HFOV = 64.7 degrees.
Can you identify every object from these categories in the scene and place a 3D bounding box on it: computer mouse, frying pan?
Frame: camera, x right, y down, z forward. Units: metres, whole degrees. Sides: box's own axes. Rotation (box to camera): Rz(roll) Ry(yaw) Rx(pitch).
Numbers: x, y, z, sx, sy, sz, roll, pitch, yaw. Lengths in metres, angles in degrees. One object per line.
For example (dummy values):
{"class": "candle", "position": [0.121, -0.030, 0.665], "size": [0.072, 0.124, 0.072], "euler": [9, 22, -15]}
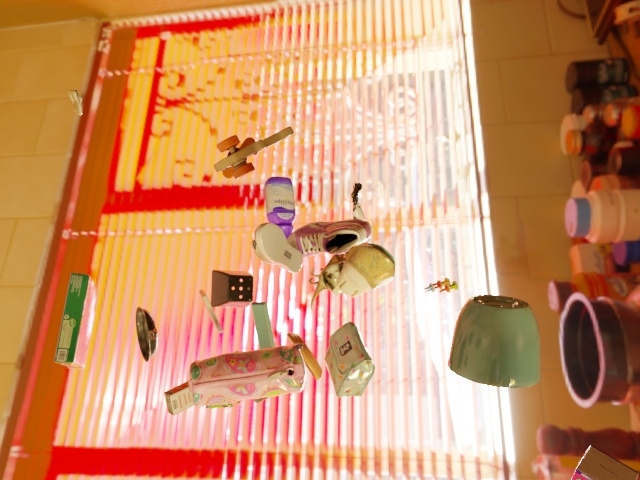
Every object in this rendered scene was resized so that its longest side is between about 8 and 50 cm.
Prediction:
{"class": "computer mouse", "position": [0.140, -0.104, 1.829], "size": [0.106, 0.042, 0.193], "euler": [-74, -20, -53]}
{"class": "frying pan", "position": [-0.594, 0.298, 1.747], "size": [0.326, 0.053, 0.197], "euler": [-52, 54, 49]}

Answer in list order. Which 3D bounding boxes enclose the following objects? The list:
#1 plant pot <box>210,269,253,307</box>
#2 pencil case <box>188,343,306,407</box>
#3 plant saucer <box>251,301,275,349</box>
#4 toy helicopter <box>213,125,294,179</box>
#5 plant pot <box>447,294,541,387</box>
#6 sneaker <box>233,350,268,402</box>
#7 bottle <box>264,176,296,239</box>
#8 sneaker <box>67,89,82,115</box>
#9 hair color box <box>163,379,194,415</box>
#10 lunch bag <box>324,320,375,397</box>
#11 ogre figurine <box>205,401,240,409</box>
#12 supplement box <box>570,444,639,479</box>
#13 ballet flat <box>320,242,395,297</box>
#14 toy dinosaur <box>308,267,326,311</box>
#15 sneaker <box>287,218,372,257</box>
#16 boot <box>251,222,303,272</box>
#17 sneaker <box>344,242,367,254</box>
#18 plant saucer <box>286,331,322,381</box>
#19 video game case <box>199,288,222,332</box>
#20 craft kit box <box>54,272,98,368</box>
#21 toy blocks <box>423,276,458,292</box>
{"class": "plant pot", "position": [-0.419, 0.236, 2.470], "size": [0.167, 0.188, 0.188], "euler": [-12, 75, 60]}
{"class": "pencil case", "position": [-0.173, 0.329, 1.232], "size": [0.124, 0.284, 0.124], "euler": [-9, -90, -85]}
{"class": "plant saucer", "position": [-0.201, 0.309, 1.773], "size": [0.018, 0.067, 0.192], "euler": [-26, -71, -59]}
{"class": "toy helicopter", "position": [-0.249, -0.342, 1.916], "size": [0.140, 0.355, 0.235], "euler": [61, 151, -8]}
{"class": "plant pot", "position": [0.570, 0.308, 1.641], "size": [0.293, 0.292, 0.235], "euler": [-34, -53, -79]}
{"class": "sneaker", "position": [-0.238, 0.499, 1.917], "size": [0.228, 0.130, 0.087], "euler": [60, -168, -11]}
{"class": "bottle", "position": [-0.158, -0.113, 2.025], "size": [0.092, 0.118, 0.283], "euler": [147, 121, -61]}
{"class": "sneaker", "position": [-0.800, -0.457, 1.670], "size": [0.037, 0.031, 0.083], "euler": [-47, -50, -59]}
{"class": "hair color box", "position": [-0.417, 0.487, 1.601], "size": [0.141, 0.043, 0.072], "euler": [-18, -75, -43]}
{"class": "lunch bag", "position": [0.126, 0.509, 2.171], "size": [0.223, 0.160, 0.262], "euler": [-112, 29, -46]}
{"class": "ogre figurine", "position": [-0.357, 0.558, 1.864], "size": [0.197, 0.118, 0.097], "euler": [-102, -10, -55]}
{"class": "supplement box", "position": [0.642, 0.622, 1.196], "size": [0.114, 0.111, 0.220], "euler": [-20, -54, -43]}
{"class": "ballet flat", "position": [0.077, 0.085, 1.222], "size": [0.348, 0.123, 0.123], "euler": [159, 110, -75]}
{"class": "toy dinosaur", "position": [0.005, 0.130, 1.593], "size": [0.183, 0.092, 0.053], "euler": [-43, -33, -24]}
{"class": "sneaker", "position": [0.000, -0.001, 1.483], "size": [0.161, 0.282, 0.102], "euler": [-36, -71, -65]}
{"class": "boot", "position": [-0.153, 0.020, 1.446], "size": [0.095, 0.123, 0.258], "euler": [-69, -28, -19]}
{"class": "sneaker", "position": [0.157, 0.046, 1.795], "size": [0.086, 0.192, 0.064], "euler": [-40, -13, -35]}
{"class": "plant saucer", "position": [-0.052, 0.402, 1.777], "size": [0.200, 0.037, 0.200], "euler": [52, 168, 17]}
{"class": "video game case", "position": [-0.478, 0.304, 2.196], "size": [0.173, 0.022, 0.190], "euler": [68, 164, -9]}
{"class": "craft kit box", "position": [-0.715, 0.244, 1.491], "size": [0.246, 0.060, 0.250], "euler": [142, 134, -64]}
{"class": "toy blocks", "position": [0.630, 0.249, 2.658], "size": [0.123, 0.148, 0.054], "euler": [-152, 47, -66]}
